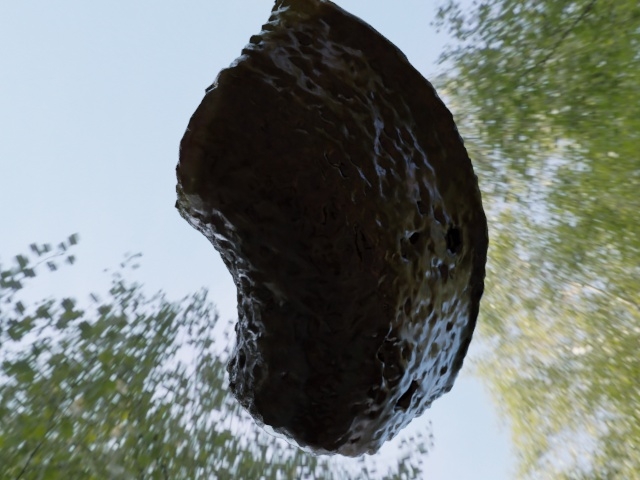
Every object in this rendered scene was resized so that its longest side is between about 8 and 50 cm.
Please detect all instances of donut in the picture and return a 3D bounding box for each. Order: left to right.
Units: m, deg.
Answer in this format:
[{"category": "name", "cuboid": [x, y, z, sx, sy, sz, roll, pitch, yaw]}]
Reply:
[{"category": "donut", "cuboid": [0.005, -0.007, 0.621, 0.144, 0.126, 0.186, 24, -54, 17]}]
